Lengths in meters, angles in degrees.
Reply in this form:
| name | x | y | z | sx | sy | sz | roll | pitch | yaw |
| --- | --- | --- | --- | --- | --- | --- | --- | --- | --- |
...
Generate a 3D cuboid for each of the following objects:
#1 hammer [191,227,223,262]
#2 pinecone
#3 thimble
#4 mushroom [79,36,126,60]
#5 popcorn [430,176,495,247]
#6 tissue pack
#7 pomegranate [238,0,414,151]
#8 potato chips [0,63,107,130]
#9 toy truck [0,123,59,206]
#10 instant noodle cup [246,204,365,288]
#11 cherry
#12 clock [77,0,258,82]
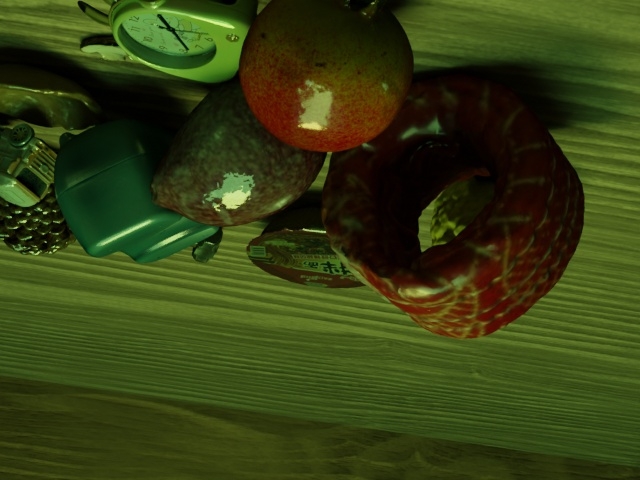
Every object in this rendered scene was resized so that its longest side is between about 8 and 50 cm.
| name | x | y | z | sx | sy | sz | roll | pitch | yaw |
| --- | --- | --- | --- | --- | --- | --- | --- | --- | --- |
| hammer | -0.375 | -0.032 | 2.223 | 0.365 | 0.043 | 0.111 | 15 | 157 | -14 |
| pinecone | -0.508 | -0.063 | 2.031 | 0.184 | 0.179 | 0.204 | 37 | 167 | -13 |
| thimble | 0.190 | -0.051 | 1.638 | 0.350 | 0.350 | 0.230 | -4 | 155 | 26 |
| mushroom | -0.301 | -0.277 | 1.646 | 0.101 | 0.019 | 0.049 | 7 | 157 | 7 |
| popcorn | 0.293 | -0.005 | 1.887 | 0.203 | 0.200 | 0.226 | 30 | 150 | -32 |
| tissue pack | -0.292 | -0.087 | 1.813 | 0.198 | 0.206 | 0.287 | -24 | 171 | 14 |
| pomegranate | 0.010 | -0.234 | 1.421 | 0.221 | 0.221 | 0.257 | 13 | 122 | -14 |
| potato chips | -0.431 | -0.227 | 1.749 | 0.208 | 0.062 | 0.195 | 7 | 166 | 1 |
| toy truck | -0.553 | -0.131 | 1.858 | 0.256 | 0.140 | 0.108 | 20 | 164 | 27 |
| instant noodle cup | 0.000 | 0.000 | 2.117 | 0.274 | 0.091 | 0.274 | 6 | 157 | 3 |
| cherry | -0.111 | -0.128 | 1.650 | 0.300 | 0.203 | 0.230 | -33 | -171 | -1 |
| clock | -0.207 | -0.295 | 1.515 | 0.232 | 0.069 | 0.170 | 14 | 157 | -14 |
